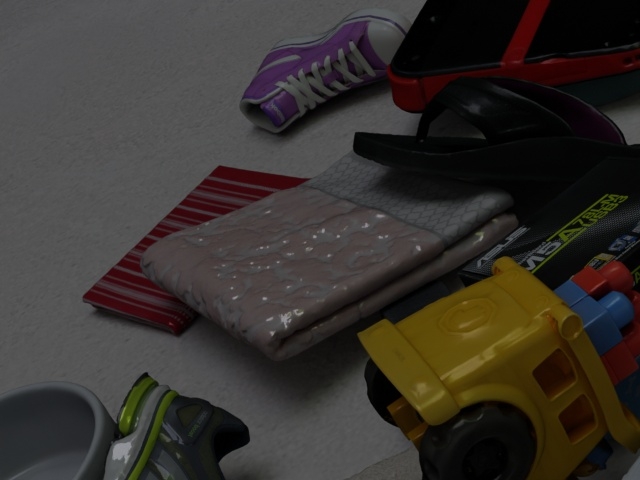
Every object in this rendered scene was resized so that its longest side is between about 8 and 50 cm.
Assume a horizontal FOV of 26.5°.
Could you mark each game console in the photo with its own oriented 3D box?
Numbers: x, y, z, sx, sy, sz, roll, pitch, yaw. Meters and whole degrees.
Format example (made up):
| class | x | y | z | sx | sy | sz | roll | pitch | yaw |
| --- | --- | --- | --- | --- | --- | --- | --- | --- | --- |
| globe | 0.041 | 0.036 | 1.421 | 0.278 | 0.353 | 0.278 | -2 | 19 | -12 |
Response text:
| class | x | y | z | sx | sy | sz | roll | pitch | yaw |
| --- | --- | --- | --- | --- | --- | --- | --- | --- | --- |
| game console | 0.279 | -0.292 | 1.684 | 0.342 | 0.060 | 0.387 | -4 | 36 | 28 |

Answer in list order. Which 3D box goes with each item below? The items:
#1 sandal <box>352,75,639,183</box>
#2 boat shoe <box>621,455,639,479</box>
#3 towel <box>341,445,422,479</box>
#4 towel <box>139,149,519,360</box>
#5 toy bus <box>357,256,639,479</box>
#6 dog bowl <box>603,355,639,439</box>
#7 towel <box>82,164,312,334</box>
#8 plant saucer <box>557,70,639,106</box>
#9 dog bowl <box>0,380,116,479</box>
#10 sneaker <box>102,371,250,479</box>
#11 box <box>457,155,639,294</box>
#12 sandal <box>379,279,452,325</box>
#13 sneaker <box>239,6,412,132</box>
| class | x | y | z | sx | sy | sz | roll | pitch | yaw |
| --- | --- | --- | --- | --- | --- | --- | --- | --- | --- |
| sandal | 0.230 | -0.116 | 1.394 | 0.445 | 0.107 | 0.167 | 6 | 8 | 39 |
| boat shoe | 0.269 | 0.171 | 0.943 | 0.108 | 0.102 | 0.301 | 5 | 33 | 18 |
| towel | 0.017 | 0.279 | 1.047 | 0.187 | 0.049 | 0.282 | -23 | 28 | 9 |
| towel | 0.000 | 0.000 | 1.459 | 0.317 | 0.053 | 0.332 | -27 | 24 | -21 |
| toy bus | 0.162 | 0.121 | 0.991 | 0.211 | 0.220 | 0.149 | -33 | 27 | -6 |
| dog bowl | 0.272 | 0.063 | 1.155 | 0.297 | 0.074 | 0.166 | -35 | 29 | -14 |
| towel | -0.142 | 0.005 | 1.665 | 0.198 | 0.031 | 0.275 | 11 | 48 | 47 |
| plant saucer | 0.343 | -0.261 | 1.665 | 0.317 | 0.044 | 0.318 | -21 | 28 | 12 |
| dog bowl | -0.300 | 0.260 | 1.299 | 0.264 | 0.104 | 0.265 | -21 | 29 | 13 |
| sneaker | -0.136 | 0.250 | 1.155 | 0.121 | 0.111 | 0.300 | 10 | 54 | 2 |
| box | 0.237 | -0.001 | 1.144 | 0.190 | 0.045 | 0.184 | -36 | 20 | -15 |
| sandal | 0.110 | 0.106 | 1.261 | 0.097 | 0.055 | 0.254 | -17 | 20 | 6 |
| sneaker | 0.005 | -0.214 | 1.840 | 0.282 | 0.102 | 0.161 | -13 | 33 | 46 |
